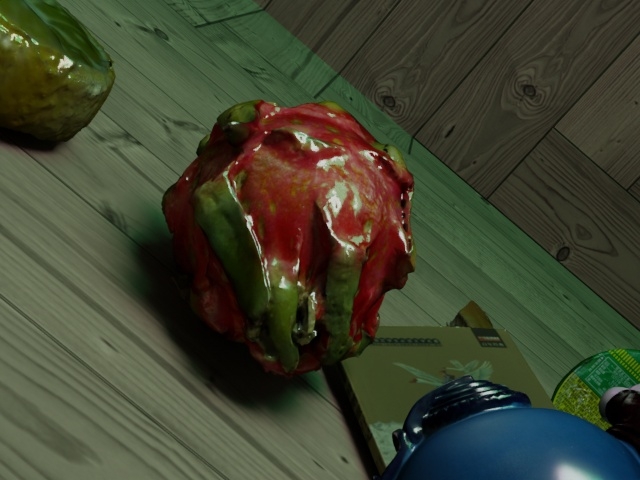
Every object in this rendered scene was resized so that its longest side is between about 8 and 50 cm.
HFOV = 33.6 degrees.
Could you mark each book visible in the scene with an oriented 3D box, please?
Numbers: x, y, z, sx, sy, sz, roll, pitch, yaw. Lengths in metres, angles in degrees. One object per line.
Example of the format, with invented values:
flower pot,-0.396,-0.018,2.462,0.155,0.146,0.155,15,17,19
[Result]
book,0.144,0.183,1.033,0.217,0.021,0.310,2,32,-18

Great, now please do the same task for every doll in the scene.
doll,0.188,0.226,0.780,0.240,0.310,0.284,91,-16,-67

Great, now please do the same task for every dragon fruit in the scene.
dragon fruit,-0.029,-0.003,0.993,0.231,0.237,0.303,11,38,-22

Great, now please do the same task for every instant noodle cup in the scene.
instant noodle cup,0.429,0.264,1.440,0.207,0.207,0.232,49,9,26

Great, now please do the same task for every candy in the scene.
candy,-0.322,-0.203,1.047,0.260,0.118,0.260,41,11,-10

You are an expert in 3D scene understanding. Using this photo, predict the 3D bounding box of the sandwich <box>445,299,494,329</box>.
sandwich,0.183,0.162,1.273,0.096,0.094,0.258,33,19,-32
